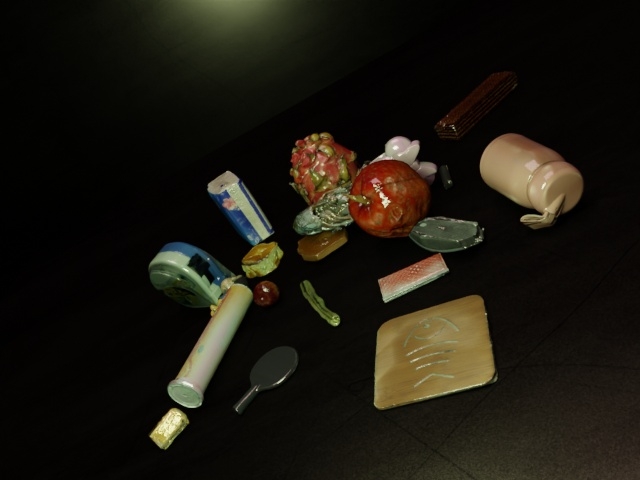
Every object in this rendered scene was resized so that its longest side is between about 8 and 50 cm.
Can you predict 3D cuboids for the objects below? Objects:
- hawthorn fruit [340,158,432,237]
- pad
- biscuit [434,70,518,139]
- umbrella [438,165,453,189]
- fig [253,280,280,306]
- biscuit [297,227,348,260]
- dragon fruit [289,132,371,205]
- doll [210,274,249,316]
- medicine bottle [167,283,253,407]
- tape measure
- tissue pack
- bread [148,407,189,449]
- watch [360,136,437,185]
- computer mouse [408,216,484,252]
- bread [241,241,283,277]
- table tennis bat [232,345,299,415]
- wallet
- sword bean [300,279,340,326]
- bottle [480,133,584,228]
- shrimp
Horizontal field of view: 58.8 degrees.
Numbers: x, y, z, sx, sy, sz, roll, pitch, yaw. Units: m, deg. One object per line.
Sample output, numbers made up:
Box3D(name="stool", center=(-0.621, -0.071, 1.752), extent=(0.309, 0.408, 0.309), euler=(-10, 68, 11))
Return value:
Box3D(name="hawthorn fruit", center=(0.212, -0.121, 1.739), extent=(0.258, 0.259, 0.262), euler=(-18, 8, 24))
Box3D(name="pad", center=(0.260, 0.255, 1.337), extent=(0.286, 0.018, 0.284), euler=(-20, 31, 21))
Box3D(name="biscuit", center=(0.601, -0.518, 2.184), extent=(0.388, 0.073, 0.107), euler=(-41, 28, -18))
Box3D(name="umbrella", center=(0.422, -0.215, 1.919), extent=(0.036, 0.031, 0.133), euler=(-21, 29, 16))
Box3D(name="fig", center=(-0.167, 0.166, 1.860), extent=(0.088, 0.089, 0.125), euler=(-21, 9, 19))
Box3D(name="biscuit", center=(0.001, 0.002, 1.985), extent=(0.182, 0.034, 0.215), euler=(-33, 26, -11))
Box3D(name="dragon fruit", center=(0.021, -0.269, 2.134), extent=(0.268, 0.291, 0.250), euler=(-15, 27, 26))
Box3D(name="doll", center=(-0.319, 0.184, 1.972), extent=(0.088, 0.102, 0.179), euler=(38, 60, 15))
Box3D(name="medicine bottle", center=(-0.325, 0.309, 1.755), extent=(0.108, 0.108, 0.426), euler=(-15, 31, 29))
Box3D(name="tape measure", center=(-0.481, 0.131, 2.047), extent=(0.259, 0.262, 0.138), euler=(-9, 45, 37))
Box3D(name="tissue pack", center=(-0.323, -0.127, 2.266), extent=(0.137, 0.270, 0.209), euler=(-37, 29, -11))
Box3D(name="bread", center=(-0.415, 0.516, 1.564), extent=(0.072, 0.053, 0.106), euler=(26, 62, 32))
Box3D(name="watch", center=(0.261, -0.260, 2.002), extent=(0.248, 0.211, 0.218), euler=(-33, 18, 15))
Box3D(name="computer mouse", center=(0.358, -0.007, 1.613), extent=(0.231, 0.071, 0.126), euler=(10, 33, 38))
Box3D(name="bread", center=(-0.208, 0.069, 2.053), extent=(0.127, 0.069, 0.140), euler=(-9, 32, 34))
Box3D(name="table tennis bat", center=(-0.152, 0.376, 1.550), extent=(0.150, 0.027, 0.236), euler=(5, 44, 48))
Box3D(name="wallet", center=(0.258, 0.101, 1.587), extent=(0.196, 0.020, 0.103), euler=(-27, 29, 10))
Box3D(name="sword bean", center=(-0.004, 0.188, 1.695), extent=(0.043, 0.038, 0.269), euler=(-58, 29, 5))
Box3D(name="bottle", center=(0.573, -0.161, 1.556), extent=(0.207, 0.173, 0.297), euler=(-60, 27, 14))
Box3D(name="shrimp", center=(0.069, -0.094, 1.921), extent=(0.372, 0.137, 0.172), euler=(-28, 61, 29))
